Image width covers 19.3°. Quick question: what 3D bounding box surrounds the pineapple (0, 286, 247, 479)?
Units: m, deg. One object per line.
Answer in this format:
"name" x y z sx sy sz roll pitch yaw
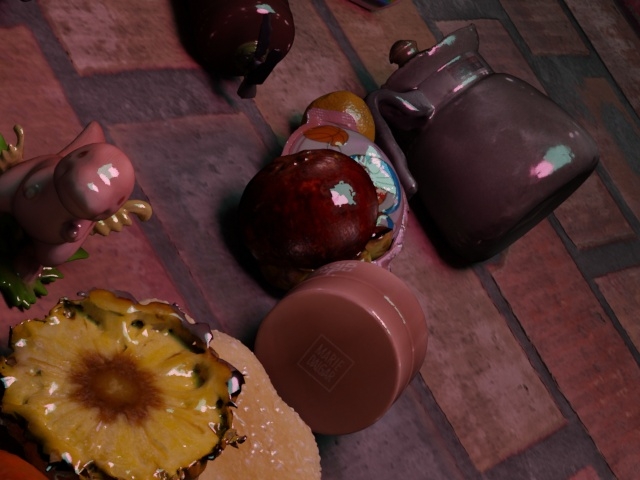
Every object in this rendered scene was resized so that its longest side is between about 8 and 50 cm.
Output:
"pineapple" -0.164 0.133 1.503 0.224 0.076 0.225 10 46 -10

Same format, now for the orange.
"orange" 0.021 -0.126 2.189 0.085 0.085 0.095 -52 125 -64

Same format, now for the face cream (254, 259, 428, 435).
"face cream" 0.021 0.103 1.831 0.149 0.149 0.104 54 24 -2

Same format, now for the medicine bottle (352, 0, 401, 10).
"medicine bottle" 0.045 -0.381 2.505 0.219 0.115 0.078 17 46 -52

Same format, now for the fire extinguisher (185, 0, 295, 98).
"fire extinguisher" -0.098 -0.295 2.137 0.114 0.135 0.337 -1 52 -18

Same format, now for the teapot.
"teapot" 0.154 -0.121 2.335 0.305 0.223 0.285 -33 78 -26

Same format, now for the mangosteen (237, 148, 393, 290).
"mangosteen" -0.001 -0.005 1.941 0.146 0.155 0.181 126 -54 -86

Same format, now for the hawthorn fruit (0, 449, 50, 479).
"hawthorn fruit" -0.208 0.252 1.318 0.285 0.165 0.165 59 10 -59

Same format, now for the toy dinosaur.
"toy dinosaur" -0.222 -0.051 1.568 0.152 0.177 0.194 54 23 -5

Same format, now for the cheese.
"cheese" 0.034 -0.016 2.078 0.189 0.074 0.286 8 62 -37

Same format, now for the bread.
"bread" -0.089 0.184 1.658 0.316 0.054 0.316 39 28 -26
